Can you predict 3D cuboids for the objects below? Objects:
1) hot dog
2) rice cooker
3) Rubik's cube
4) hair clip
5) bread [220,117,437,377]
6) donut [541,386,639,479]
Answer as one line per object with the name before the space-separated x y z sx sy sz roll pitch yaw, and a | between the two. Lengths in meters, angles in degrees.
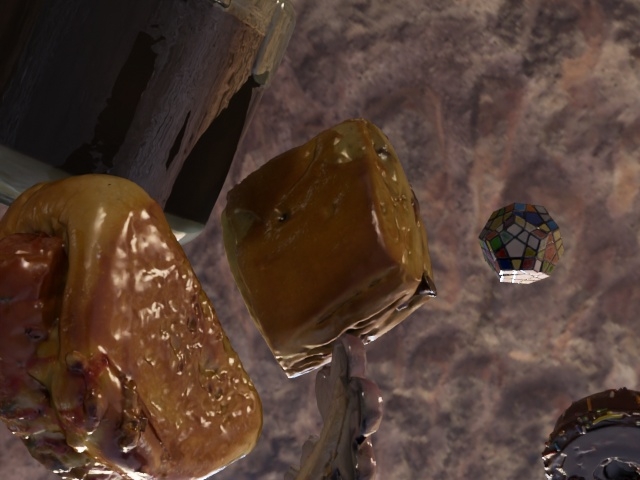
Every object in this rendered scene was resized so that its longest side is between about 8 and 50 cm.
hot dog | -0.154 0.089 0.720 0.153 0.150 0.257 -50 -52 -40
rice cooker | -0.211 -0.185 0.987 0.335 0.335 0.325 20 -88 -34
Rubik's cube | 0.262 0.004 1.313 0.111 0.111 0.093 -51 -8 20
hair clip | 0.003 0.214 0.955 0.075 0.146 0.257 13 -66 -19
bread | 0.000 0.000 1.019 0.210 0.235 0.099 -31 -37 17
donut | 0.428 0.299 1.420 0.235 0.089 0.235 8 -49 9
